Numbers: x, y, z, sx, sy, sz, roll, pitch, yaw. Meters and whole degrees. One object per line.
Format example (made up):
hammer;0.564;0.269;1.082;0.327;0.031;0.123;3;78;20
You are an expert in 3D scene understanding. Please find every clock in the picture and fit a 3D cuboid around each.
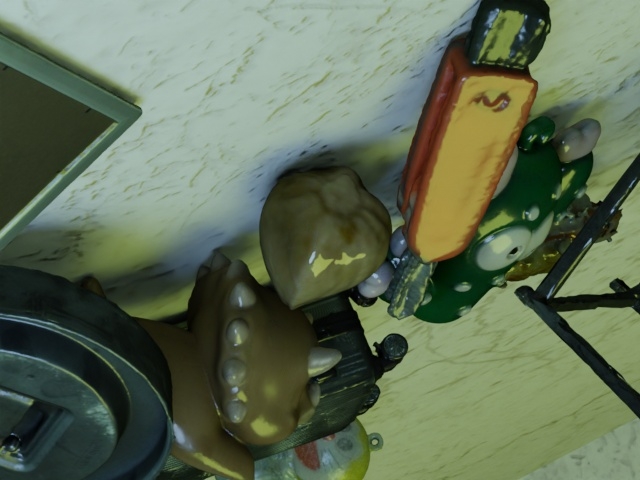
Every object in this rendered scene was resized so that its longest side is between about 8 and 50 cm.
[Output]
clock;-0.251;0.125;1.320;0.281;0.055;0.280;1;137;1

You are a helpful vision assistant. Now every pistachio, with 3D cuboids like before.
pistachio;0.000;0.000;1.407;0.108;0.126;0.185;20;175;-1

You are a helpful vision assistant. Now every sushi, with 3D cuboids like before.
sushi;0.200;-0.009;1.675;0.226;0.103;0.097;-22;-171;-16

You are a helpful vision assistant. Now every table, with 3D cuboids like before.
table;0.411;0.009;1.557;0.222;0.272;0.335;0;130;-53

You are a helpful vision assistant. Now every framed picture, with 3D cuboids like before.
framed picture;-0.270;-0.015;1.080;0.296;0.019;0.232;-42;159;8

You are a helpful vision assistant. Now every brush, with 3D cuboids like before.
brush;0.104;-0.062;1.341;0.070;0.051;0.323;5;129;-20

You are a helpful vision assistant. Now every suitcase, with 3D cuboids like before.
suitcase;-0.083;0.147;1.682;0.312;0.128;0.202;-19;161;-17

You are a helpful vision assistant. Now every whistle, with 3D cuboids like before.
whistle;-0.030;0.272;2.149;0.223;0.122;0.123;-10;162;5

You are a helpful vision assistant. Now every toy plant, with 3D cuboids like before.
toy plant;0.145;-0.023;1.513;0.243;0.112;0.232;-49;159;19

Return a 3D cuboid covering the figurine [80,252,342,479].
figurine;-0.111;0.091;1.457;0.173;0.247;0.177;-64;-178;6
